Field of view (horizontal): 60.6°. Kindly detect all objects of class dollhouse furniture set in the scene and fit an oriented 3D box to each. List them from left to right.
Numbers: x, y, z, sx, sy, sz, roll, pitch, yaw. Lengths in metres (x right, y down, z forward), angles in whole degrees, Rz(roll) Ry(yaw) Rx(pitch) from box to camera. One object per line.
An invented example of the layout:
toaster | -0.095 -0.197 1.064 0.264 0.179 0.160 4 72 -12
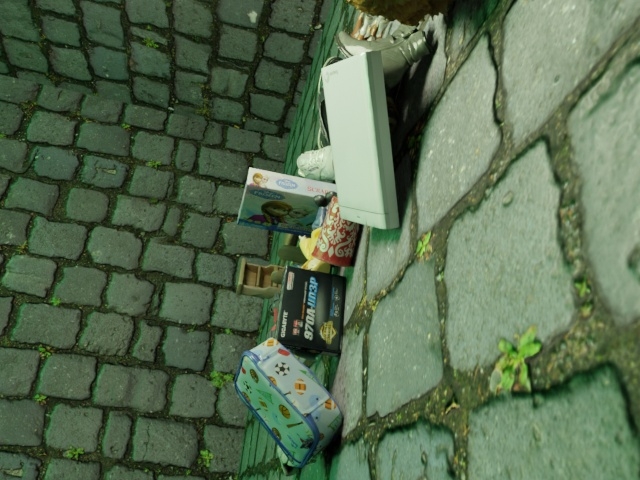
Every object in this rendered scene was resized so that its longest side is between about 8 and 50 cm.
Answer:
dollhouse furniture set | -0.187 0.051 2.291 0.362 0.256 0.394 -92 16 -52

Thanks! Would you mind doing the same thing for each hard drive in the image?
hard drive | 0.083 -0.212 1.198 0.233 0.047 0.353 -159 59 -67

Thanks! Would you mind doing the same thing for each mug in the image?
mug | 0.049 -0.030 1.490 0.150 0.113 0.169 -127 52 -74

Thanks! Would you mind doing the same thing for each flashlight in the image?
flashlight | -0.163 0.318 2.108 0.304 0.103 0.103 -105 19 -64

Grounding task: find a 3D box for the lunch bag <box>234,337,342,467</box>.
lunch bag | -0.088 0.411 1.364 0.303 0.114 0.243 46 138 22

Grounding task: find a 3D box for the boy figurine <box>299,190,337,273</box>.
boy figurine | 0.000 0.000 1.639 0.177 0.092 0.285 -8 57 38

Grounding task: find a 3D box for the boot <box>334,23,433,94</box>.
boot | 0.143 -0.435 1.224 0.161 0.083 0.247 -42 50 13

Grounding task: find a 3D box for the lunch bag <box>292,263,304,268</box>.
lunch bag | -0.077 0.199 1.990 0.176 0.090 0.219 -176 97 -81

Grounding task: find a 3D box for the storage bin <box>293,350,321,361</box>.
storage bin | -0.027 0.279 1.642 0.091 0.098 0.135 -75 3 -52

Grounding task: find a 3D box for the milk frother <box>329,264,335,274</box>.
milk frother | -0.031 0.116 1.685 0.129 0.134 0.143 162 118 -72

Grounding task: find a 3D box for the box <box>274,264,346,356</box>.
box | -0.025 0.189 1.469 0.051 0.175 0.220 120 160 -60

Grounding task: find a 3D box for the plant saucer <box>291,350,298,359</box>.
plant saucer | -0.123 0.434 2.122 0.188 0.045 0.189 -92 17 -52

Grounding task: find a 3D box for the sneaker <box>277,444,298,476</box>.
sneaker | -0.072 0.592 1.594 0.115 0.090 0.232 -109 22 -58

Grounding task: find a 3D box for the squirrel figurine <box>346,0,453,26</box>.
squirrel figurine | 0.174 -0.591 0.967 0.371 0.280 0.397 -81 10 -49

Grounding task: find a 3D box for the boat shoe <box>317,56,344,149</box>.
boat shoe | 0.052 -0.473 1.903 0.113 0.127 0.340 -151 71 -78

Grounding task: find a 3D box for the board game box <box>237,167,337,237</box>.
board game box | -0.107 -0.114 1.848 0.318 0.318 0.066 121 157 -64

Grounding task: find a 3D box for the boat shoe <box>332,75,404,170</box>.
boat shoe | 0.142 -0.298 1.314 0.123 0.123 0.342 33 103 47

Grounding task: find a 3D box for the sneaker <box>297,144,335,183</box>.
sneaker | 0.000 -0.260 1.885 0.305 0.152 0.114 139 143 -72

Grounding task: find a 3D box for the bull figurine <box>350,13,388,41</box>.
bull figurine | 0.135 -0.579 1.633 0.310 0.101 0.189 -97 24 -54
